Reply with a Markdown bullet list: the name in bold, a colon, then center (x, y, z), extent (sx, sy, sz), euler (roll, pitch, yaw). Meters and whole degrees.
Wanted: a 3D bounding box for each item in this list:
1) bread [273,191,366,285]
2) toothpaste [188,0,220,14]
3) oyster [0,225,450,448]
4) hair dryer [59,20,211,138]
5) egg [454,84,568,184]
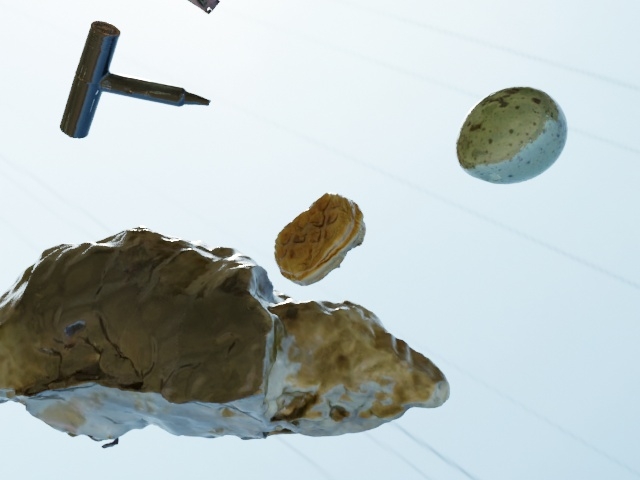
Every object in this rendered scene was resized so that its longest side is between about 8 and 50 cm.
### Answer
- **bread**: center (0.000, 0.000, 1.548), extent (0.110, 0.044, 0.083), euler (-42, -141, 2)
- **toothpaste**: center (-0.221, -0.378, 2.080), extent (0.028, 0.170, 0.045), euler (-54, -176, 36)
- **oyster**: center (-0.090, 0.064, 0.943), extent (0.341, 0.110, 0.166), euler (14, -118, 28)
- **hair dryer**: center (-0.260, -0.198, 2.073), extent (0.050, 0.194, 0.173), euler (-71, -176, -61)
- **egg**: center (0.167, -0.091, 1.281), extent (0.110, 0.085, 0.085), euler (-34, -149, -26)
